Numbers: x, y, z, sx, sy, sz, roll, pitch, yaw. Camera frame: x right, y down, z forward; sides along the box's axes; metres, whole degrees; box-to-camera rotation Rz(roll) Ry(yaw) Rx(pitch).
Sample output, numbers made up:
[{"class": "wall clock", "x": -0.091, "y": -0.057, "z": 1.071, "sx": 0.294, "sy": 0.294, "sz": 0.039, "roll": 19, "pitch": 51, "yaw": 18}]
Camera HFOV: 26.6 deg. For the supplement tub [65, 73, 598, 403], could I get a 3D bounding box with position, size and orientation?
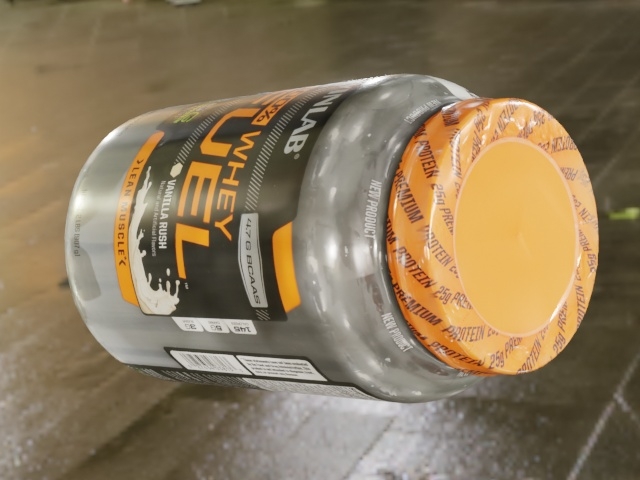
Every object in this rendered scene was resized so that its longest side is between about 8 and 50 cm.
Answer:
[{"class": "supplement tub", "x": 0.000, "y": 0.000, "z": 0.509, "sx": 0.190, "sy": 0.117, "sz": 0.117, "roll": -2, "pitch": 15, "yaw": 46}]
